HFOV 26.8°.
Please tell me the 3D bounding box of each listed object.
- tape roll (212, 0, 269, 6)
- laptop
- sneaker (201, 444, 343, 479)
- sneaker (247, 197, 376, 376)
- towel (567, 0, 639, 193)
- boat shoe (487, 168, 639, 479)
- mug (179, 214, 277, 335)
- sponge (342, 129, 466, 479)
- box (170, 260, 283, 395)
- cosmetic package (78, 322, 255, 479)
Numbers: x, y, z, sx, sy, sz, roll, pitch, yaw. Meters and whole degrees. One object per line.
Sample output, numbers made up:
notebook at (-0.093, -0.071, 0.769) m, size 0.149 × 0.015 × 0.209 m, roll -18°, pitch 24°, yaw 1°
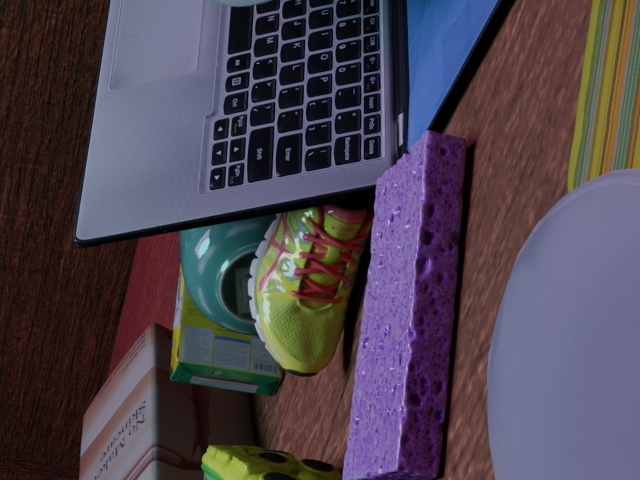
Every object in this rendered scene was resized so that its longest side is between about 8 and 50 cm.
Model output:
tape roll at (-0.001, -0.349, 0.945) m, size 0.392 × 0.072 × 0.392 m, roll -34°, pitch 41°, yaw 36°
laptop at (-0.022, -0.242, 0.978) m, size 0.236 × 0.408 × 0.381 m, roll 61°, pitch -156°, yaw -50°
sneaker at (-0.030, 0.214, 0.909) m, size 0.295 × 0.110 × 0.123 m, roll -156°, pitch 80°, yaw -77°
sneaker at (0.000, 0.000, 1.023) m, size 0.094 × 0.082 × 0.208 m, roll 170°, pitch 108°, yaw -70°
towel at (0.151, -0.046, 0.508) m, size 0.237 × 0.021 × 0.102 m, roll -141°, pitch 56°, yaw -75°
boat shoe at (0.136, 0.050, 0.295) m, size 0.306 × 0.105 × 0.113 m, roll -171°, pitch 95°, yaw -72°
mug at (-0.042, 0.022, 1.125) m, size 0.129 × 0.158 × 0.097 m, roll -47°, pitch 25°, yaw 16°
sponge at (0.053, 0.048, 0.846) m, size 0.117 × 0.031 × 0.210 m, roll 139°, pitch 140°, yaw -72°
box at (-0.089, 0.060, 1.317) m, size 0.043 × 0.105 × 0.179 m, roll 117°, pitch 160°, yaw -51°
cosmetic package at (-0.153, 0.231, 1.330) m, size 0.153 × 0.129 × 0.296 m, roll -52°, pitch 21°, yaw 16°
